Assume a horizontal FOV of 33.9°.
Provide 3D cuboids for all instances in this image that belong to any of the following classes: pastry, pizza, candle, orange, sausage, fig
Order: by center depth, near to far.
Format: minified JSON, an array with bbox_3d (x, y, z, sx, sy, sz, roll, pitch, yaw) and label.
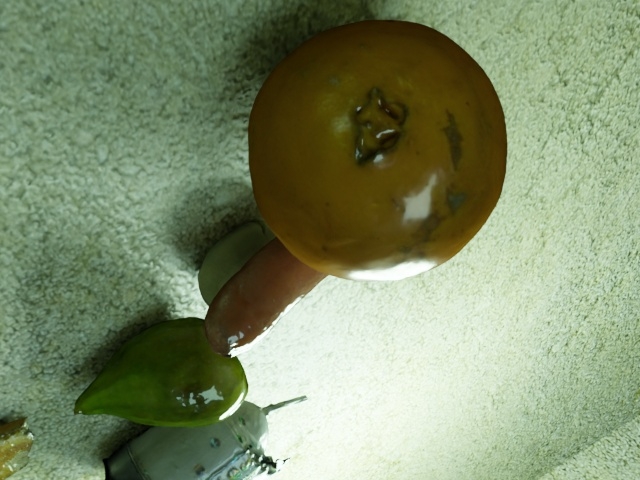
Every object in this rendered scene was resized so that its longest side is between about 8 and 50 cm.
[{"bbox_3d":[0.065,-0.104,1.235,0.312,0.312,0.312,-26,145,-19],"label":"orange"},{"bbox_3d":[0.000,0.000,1.396,0.419,0.094,0.094,-42,126,-25],"label":"sausage"},{"bbox_3d":[-0.465,0.304,1.462,0.160,0.035,0.099,-33,147,-7],"label":"pizza"},{"bbox_3d":[-0.093,0.048,1.463,0.156,0.092,0.156,-28,139,-27],"label":"pastry"},{"bbox_3d":[-0.214,0.182,1.476,0.234,0.167,0.167,11,133,-4],"label":"fig"},{"bbox_3d":[-0.168,0.328,1.651,0.330,0.187,0.187,-37,148,-4],"label":"candle"}]
